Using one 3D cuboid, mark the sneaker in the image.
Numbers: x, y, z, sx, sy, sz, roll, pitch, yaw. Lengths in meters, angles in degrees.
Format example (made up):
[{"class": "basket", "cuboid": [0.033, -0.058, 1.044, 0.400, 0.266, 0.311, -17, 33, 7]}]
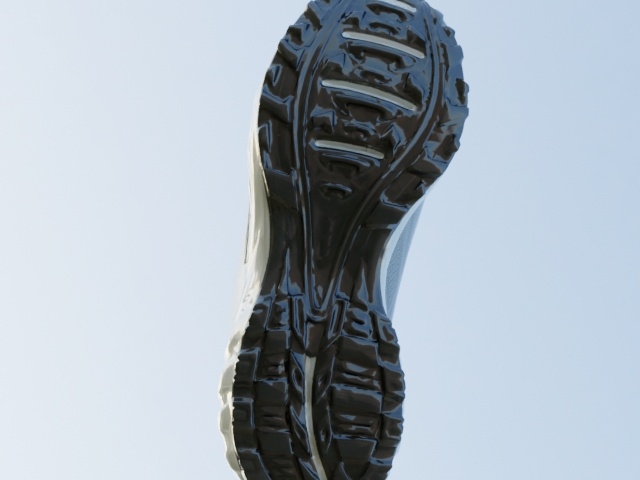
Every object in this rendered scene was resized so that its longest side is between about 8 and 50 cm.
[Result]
[{"class": "sneaker", "cuboid": [0.000, 0.000, 0.766, 0.100, 0.108, 0.271, 15, -105, -9]}]
